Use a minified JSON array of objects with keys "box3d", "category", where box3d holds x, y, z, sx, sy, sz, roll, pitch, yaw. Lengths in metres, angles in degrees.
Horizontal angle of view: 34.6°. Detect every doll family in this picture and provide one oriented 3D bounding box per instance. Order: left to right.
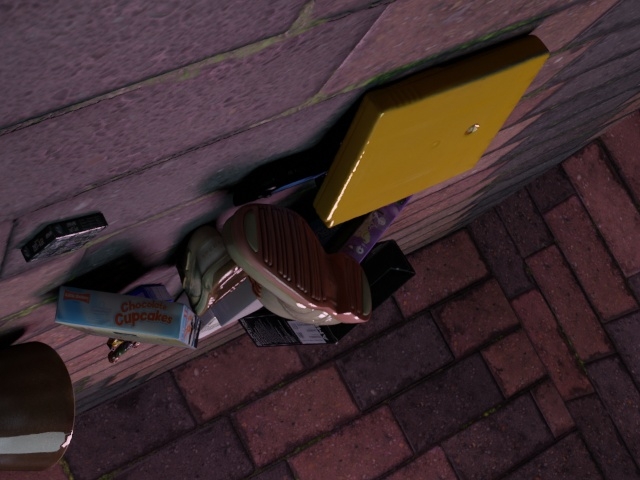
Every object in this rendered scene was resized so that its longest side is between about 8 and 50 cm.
[{"box3d":[-0.382,0.189,2.108,0.111,0.076,0.193,-37,173,26],"category":"doll family"}]

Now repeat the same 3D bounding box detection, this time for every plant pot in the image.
[{"box3d":[-0.549,0.271,1.628,0.215,0.215,0.230,-33,157,34],"category":"plant pot"}]

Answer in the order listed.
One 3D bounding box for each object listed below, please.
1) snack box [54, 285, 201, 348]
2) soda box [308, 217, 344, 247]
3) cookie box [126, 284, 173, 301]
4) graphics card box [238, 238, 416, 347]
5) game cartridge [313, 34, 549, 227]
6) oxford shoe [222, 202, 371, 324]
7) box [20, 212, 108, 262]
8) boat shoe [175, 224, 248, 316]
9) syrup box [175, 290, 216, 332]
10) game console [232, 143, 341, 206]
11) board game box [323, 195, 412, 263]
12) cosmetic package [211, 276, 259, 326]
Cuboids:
[{"box3d":[-0.299,0.129,1.653,0.187,0.060,0.322,8,171,-1],"category":"snack box"},{"box3d":[0.008,-0.011,2.155,0.210,0.071,0.067,-28,175,-2],"category":"soda box"},{"box3d":[-0.336,0.119,1.894,0.091,0.040,0.107,-30,173,10],"category":"cookie box"},{"box3d":[0.002,0.112,2.079,0.232,0.094,0.371,-38,-170,-27],"category":"graphics card box"},{"box3d":[0.153,-0.157,1.500,0.323,0.053,0.285,-22,156,-31],"category":"game cartridge"},{"box3d":[-0.058,0.060,1.583,0.146,0.141,0.397,-14,152,23],"category":"oxford shoe"},{"box3d":[-0.302,-0.003,1.213,0.067,0.018,0.083,-33,171,37],"category":"box"},{"box3d":[-0.190,0.049,1.735,0.109,0.098,0.302,-40,175,-18],"category":"boat shoe"},{"box3d":[-0.233,0.133,2.168,0.093,0.096,0.237,-25,173,-25],"category":"syrup box"},{"box3d":[0.016,-0.111,1.564,0.361,0.044,0.213,-22,171,-38],"category":"game console"},{"box3d":[0.083,-0.030,1.913,0.347,0.056,0.208,-49,-177,-34],"category":"board game box"},{"box3d":[-0.129,0.056,1.887,0.107,0.127,0.238,-24,174,-40],"category":"cosmetic package"}]
